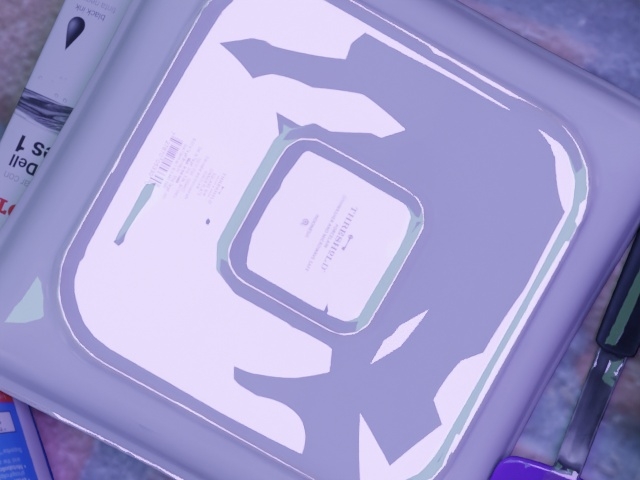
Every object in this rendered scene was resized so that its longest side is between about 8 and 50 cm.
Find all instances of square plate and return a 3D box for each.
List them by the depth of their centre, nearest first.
[{"bbox_3d":[0.000,0.000,1.136,0.344,0.049,0.347,29,88,-5],"label":"square plate"}]

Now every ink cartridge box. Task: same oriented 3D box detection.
[{"bbox_3d":[-0.108,-0.069,1.219,0.160,0.092,0.219,23,87,18],"label":"ink cartridge box"}]

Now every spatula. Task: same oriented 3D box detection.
[{"bbox_3d":[0.169,0.088,1.146,0.084,0.030,0.296,22,86,5],"label":"spatula"}]

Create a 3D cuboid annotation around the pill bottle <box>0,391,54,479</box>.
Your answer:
[{"bbox_3d":[-0.215,0.203,1.187,0.124,0.124,0.221,-24,74,11],"label":"pill bottle"}]
